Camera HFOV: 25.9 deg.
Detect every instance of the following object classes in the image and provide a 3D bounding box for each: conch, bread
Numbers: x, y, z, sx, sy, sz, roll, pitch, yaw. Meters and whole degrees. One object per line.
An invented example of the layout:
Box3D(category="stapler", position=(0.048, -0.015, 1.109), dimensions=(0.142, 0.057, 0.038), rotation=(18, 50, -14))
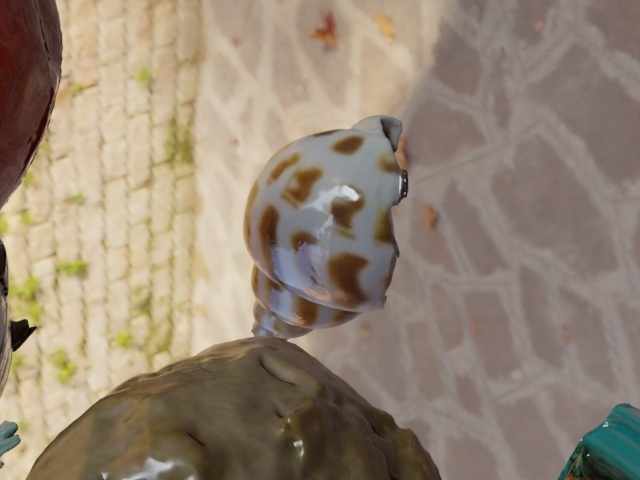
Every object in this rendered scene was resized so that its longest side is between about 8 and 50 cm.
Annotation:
Box3D(category="conch", position=(0.000, 0.000, 1.324), dimensions=(0.182, 0.149, 0.275), rotation=(-86, 0, -52))
Box3D(category="bread", position=(-0.027, 0.150, 0.452), dimensions=(0.123, 0.230, 0.230), rotation=(14, 129, 21))

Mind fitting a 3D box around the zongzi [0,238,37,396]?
Box3D(category="zongzi", position=(-0.412, 0.149, 1.078), dimensions=(0.208, 0.432, 0.403), rotation=(37, 159, 1))

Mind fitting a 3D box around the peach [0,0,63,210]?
Box3D(category="peach", position=(-0.286, -0.098, 0.773), dimensions=(0.238, 0.281, 0.281), rotation=(-35, -74, -76))

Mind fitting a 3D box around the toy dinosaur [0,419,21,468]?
Box3D(category="toy dinosaur", position=(-0.417, 0.394, 1.638), dimensions=(0.076, 0.383, 0.129), rotation=(32, 157, -34))

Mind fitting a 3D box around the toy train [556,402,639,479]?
Box3D(category="toy train", position=(0.180, 0.192, 0.786), dimensions=(0.107, 0.154, 0.198), rotation=(35, 98, 44))
